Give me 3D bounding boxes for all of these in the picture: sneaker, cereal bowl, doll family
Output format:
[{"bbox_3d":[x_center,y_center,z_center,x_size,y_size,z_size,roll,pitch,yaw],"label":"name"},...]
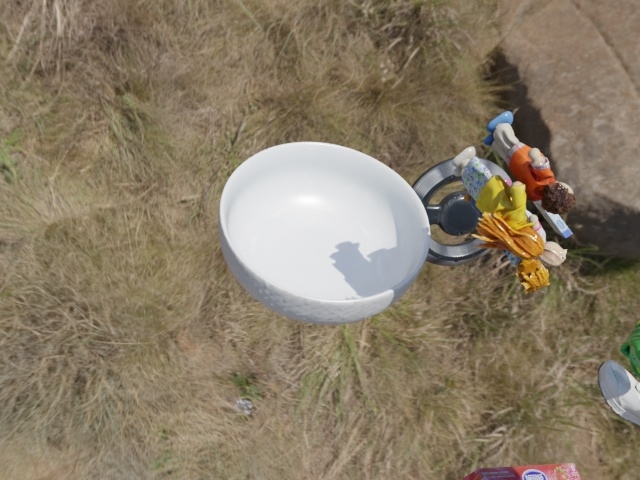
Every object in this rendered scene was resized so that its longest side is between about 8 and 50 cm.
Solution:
[{"bbox_3d":[0.729,0.258,1.252,0.109,0.295,0.123,42,98,-2],"label":"sneaker"},{"bbox_3d":[0.000,0.000,0.977,0.339,0.141,0.338,6,49,-7],"label":"cereal bowl"},{"bbox_3d":[0.237,-0.021,0.755,0.118,0.263,0.163,-30,61,4],"label":"doll family"},{"bbox_3d":[0.773,0.386,1.373,0.111,0.129,0.297,-25,64,-38],"label":"sneaker"}]

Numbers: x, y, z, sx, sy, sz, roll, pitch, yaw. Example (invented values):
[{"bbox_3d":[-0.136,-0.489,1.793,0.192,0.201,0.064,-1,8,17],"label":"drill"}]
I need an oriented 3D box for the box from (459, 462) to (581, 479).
[{"bbox_3d":[0.402,0.533,1.208,0.257,0.128,0.122,6,51,-23],"label":"box"}]

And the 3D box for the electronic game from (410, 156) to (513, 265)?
[{"bbox_3d":[0.265,-0.052,1.150,0.230,0.048,0.229,-4,118,-8],"label":"electronic game"}]

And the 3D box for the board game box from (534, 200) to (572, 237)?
[{"bbox_3d":[0.509,-0.051,1.315,0.020,0.090,0.090,-36,91,12],"label":"board game box"}]
